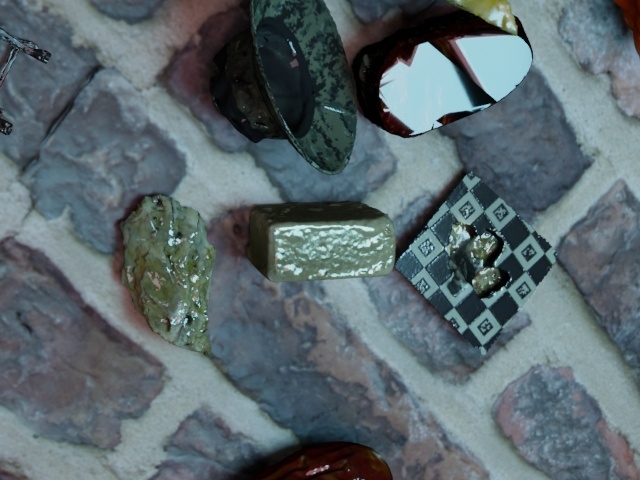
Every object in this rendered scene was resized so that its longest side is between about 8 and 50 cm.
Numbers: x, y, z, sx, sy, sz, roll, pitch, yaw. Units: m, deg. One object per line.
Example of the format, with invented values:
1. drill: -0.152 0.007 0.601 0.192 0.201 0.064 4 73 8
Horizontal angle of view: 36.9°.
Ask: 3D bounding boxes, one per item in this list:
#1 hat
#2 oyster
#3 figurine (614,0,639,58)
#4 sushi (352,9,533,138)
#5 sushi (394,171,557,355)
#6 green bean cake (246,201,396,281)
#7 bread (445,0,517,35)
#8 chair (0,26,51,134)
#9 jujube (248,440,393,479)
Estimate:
1. hat: -0.061 -0.190 1.166 0.128 0.265 0.265 -19 117 27
2. oyster: -0.194 0.047 1.233 0.133 0.072 0.209 3 104 -23
3. figurine: 0.597 -0.322 1.329 0.306 0.241 0.412 -40 136 22
4. sushi: 0.157 -0.221 1.245 0.225 0.126 0.136 -21 114 -6
5. sushi: 0.219 0.029 1.387 0.210 0.040 0.192 42 83 -22
6. green bean cake: 0.000 0.000 1.263 0.179 0.109 0.085 -2 106 -18
7. bread: 0.126 -0.440 1.100 0.315 0.248 0.279 22 100 -27
8. chair: -0.429 -0.220 1.051 0.229 0.113 0.106 26 95 -27
9. jujube: -0.015 0.377 1.342 0.250 0.174 0.174 -21 112 -10
